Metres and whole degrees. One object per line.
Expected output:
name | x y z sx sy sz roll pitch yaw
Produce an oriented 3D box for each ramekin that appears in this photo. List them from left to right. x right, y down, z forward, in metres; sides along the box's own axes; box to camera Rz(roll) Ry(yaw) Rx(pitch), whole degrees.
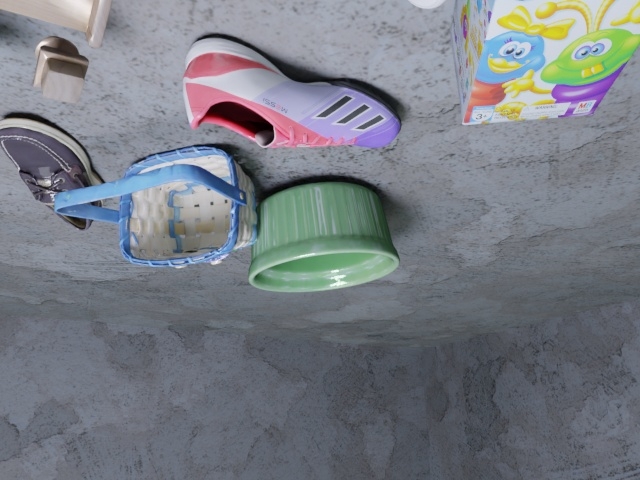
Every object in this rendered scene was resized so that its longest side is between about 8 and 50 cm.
ramekin | 0.000 0.000 0.985 0.304 0.148 0.303 -6 162 -2

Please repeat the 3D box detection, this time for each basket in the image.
basket | -0.241 -0.058 0.808 0.255 0.200 0.289 -8 167 21

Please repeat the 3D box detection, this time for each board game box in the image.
board game box | 0.208 -0.244 0.421 0.142 0.144 0.275 -3 159 6

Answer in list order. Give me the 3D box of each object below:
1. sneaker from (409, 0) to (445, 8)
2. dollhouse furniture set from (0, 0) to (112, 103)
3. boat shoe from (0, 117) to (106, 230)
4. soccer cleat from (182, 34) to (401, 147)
sneaker | 0.052 -0.267 0.380 0.090 0.115 0.232 24 167 33
dollhouse furniture set | -0.349 -0.281 0.401 0.304 0.173 0.355 2 140 -39
boat shoe | -0.458 -0.103 0.840 0.103 0.092 0.285 1 158 -3
soccer cleat | -0.028 -0.164 0.655 0.319 0.116 0.109 12 155 -27
